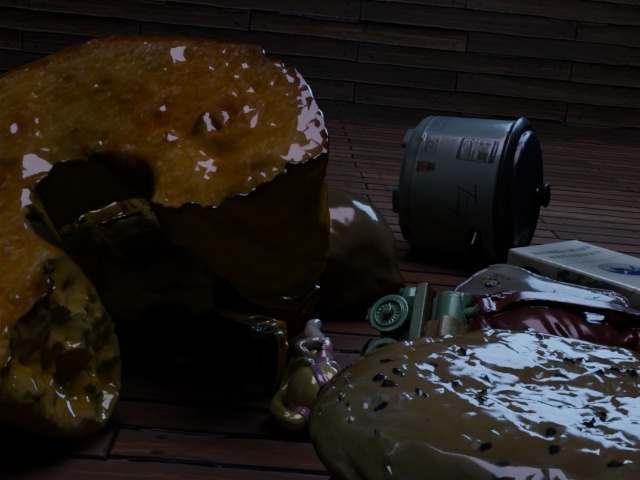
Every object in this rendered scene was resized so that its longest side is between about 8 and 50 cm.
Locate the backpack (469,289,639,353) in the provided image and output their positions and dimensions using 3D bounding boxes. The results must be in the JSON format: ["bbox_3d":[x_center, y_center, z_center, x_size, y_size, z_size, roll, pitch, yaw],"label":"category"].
[{"bbox_3d":[0.222,0.113,1.056,0.229,0.138,0.229,9,14,-2],"label":"backpack"}]

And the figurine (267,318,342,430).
[{"bbox_3d":[-0.010,0.136,1.034,0.083,0.083,0.187,5,20,-4],"label":"figurine"}]

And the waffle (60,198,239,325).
[{"bbox_3d":[-0.191,-0.017,1.210,0.382,0.095,0.379,-2,24,17],"label":"waffle"}]

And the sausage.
[{"bbox_3d":[-0.142,0.053,1.247,0.348,0.094,0.097,11,27,41],"label":"sausage"}]

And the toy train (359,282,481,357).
[{"bbox_3d":[0.100,0.120,0.966,0.118,0.176,0.074,-4,-35,27],"label":"toy train"}]

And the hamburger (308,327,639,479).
[{"bbox_3d":[0.124,0.178,0.664,0.277,0.195,0.318,7,12,-1],"label":"hamburger"}]

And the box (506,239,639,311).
[{"bbox_3d":[0.412,0.067,1.460,0.164,0.069,0.256,-6,18,-39],"label":"box"}]

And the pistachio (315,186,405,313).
[{"bbox_3d":[0.000,0.000,1.386,0.213,0.163,0.260,36,1,-22],"label":"pistachio"}]

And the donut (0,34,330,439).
[{"bbox_3d":[-0.207,-0.022,0.986,0.435,0.163,0.377,-31,52,-9],"label":"donut"}]

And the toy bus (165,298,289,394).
[{"bbox_3d":[-0.092,0.108,1.103,0.162,0.069,0.074,15,16,36],"label":"toy bus"}]

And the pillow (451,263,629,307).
[{"bbox_3d":[0.288,0.081,1.370,0.233,0.038,0.131,19,42,41],"label":"pillow"}]

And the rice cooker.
[{"bbox_3d":[0.254,-0.082,1.656,0.227,0.241,0.280,7,49,23],"label":"rice cooker"}]
